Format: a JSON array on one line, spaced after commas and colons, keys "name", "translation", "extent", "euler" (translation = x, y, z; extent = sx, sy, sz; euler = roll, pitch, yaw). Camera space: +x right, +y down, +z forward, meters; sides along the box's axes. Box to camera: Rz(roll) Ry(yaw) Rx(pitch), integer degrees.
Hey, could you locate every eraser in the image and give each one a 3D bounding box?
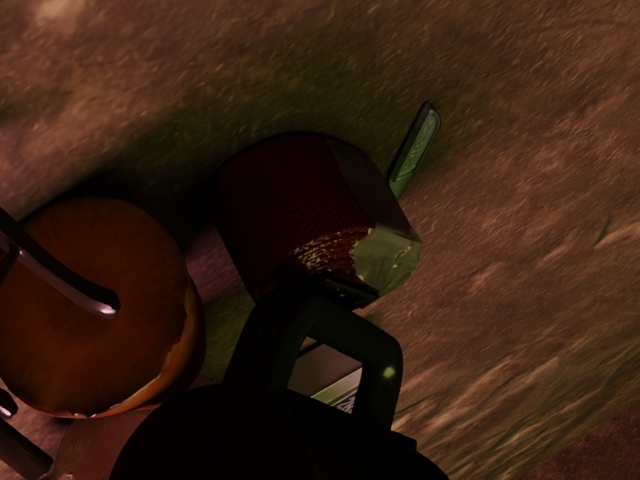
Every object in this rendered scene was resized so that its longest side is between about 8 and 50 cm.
[{"name": "eraser", "translation": [0.014, 0.189, 1.478], "extent": [0.124, 0.068, 0.210], "euler": [-28, 157, -3]}]

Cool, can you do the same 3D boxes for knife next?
[{"name": "knife", "translation": [0.074, -0.060, 1.092], "extent": [0.028, 0.015, 0.210], "euler": [-12, 152, -25]}]

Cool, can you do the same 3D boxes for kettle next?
[{"name": "kettle", "translation": [0.001, 0.210, 0.941], "extent": [0.262, 0.203, 0.308], "euler": [-46, 148, 2]}]

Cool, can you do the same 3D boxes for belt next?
[{"name": "belt", "translation": [0.000, 0.000, 0.986], "extent": [0.128, 0.124, 0.201], "euler": [-37, 156, 20]}]

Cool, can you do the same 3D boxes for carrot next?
[{"name": "carrot", "translation": [-0.146, 0.073, 0.922], "extent": [0.159, 0.159, 0.225], "euler": [-31, 160, 2]}]

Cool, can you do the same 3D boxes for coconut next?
[{"name": "coconut", "translation": [-0.153, 0.253, 1.154], "extent": [0.227, 0.227, 0.230], "euler": [-29, -161, -2]}]

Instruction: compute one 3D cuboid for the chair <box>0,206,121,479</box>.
[{"name": "chair", "translation": [-0.299, 0.030, 0.680], "extent": [0.160, 0.319, 0.186], "euler": [-42, -160, 29]}]
